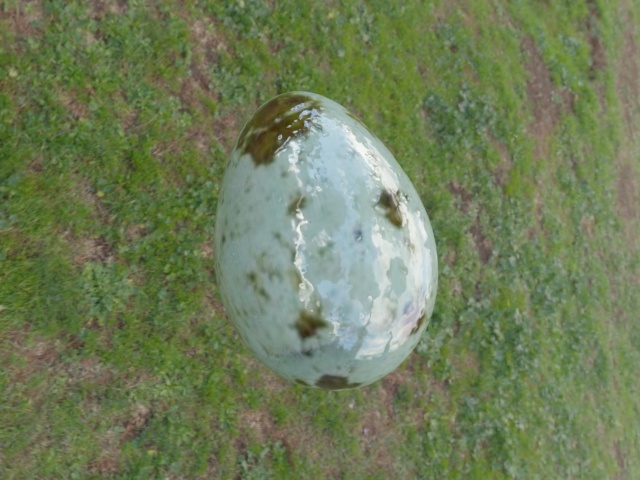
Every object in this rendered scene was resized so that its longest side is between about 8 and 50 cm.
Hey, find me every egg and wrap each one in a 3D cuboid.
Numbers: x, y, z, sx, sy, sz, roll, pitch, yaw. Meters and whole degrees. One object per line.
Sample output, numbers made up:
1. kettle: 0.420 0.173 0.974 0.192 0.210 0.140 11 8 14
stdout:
1. egg: 0.000 0.000 0.434 0.169 0.169 0.231 -16 92 -46
